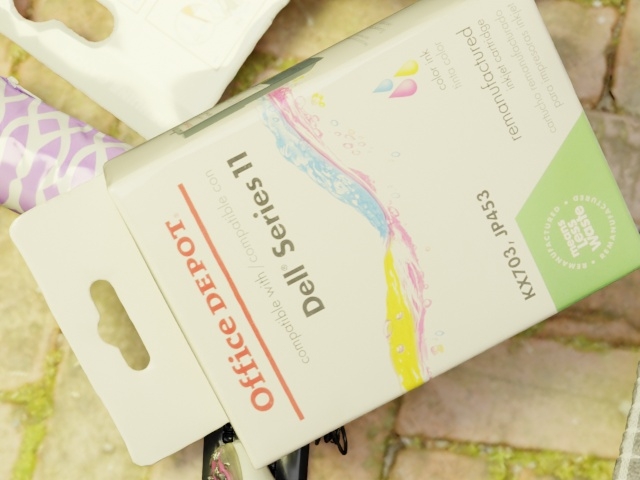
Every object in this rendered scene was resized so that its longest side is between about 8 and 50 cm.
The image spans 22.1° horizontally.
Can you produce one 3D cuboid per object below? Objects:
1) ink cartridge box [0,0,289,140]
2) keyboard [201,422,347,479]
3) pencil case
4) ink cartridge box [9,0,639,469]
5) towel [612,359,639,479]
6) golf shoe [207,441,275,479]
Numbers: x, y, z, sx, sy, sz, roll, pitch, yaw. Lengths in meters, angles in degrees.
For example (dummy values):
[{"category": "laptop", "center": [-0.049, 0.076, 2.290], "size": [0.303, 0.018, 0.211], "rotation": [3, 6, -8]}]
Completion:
[{"category": "ink cartridge box", "center": [-0.103, -0.298, 1.185], "size": [0.308, 0.091, 0.385], "rotation": [36, 95, 7]}, {"category": "keyboard", "center": [-0.029, 0.083, 1.128], "size": [0.100, 0.038, 0.192], "rotation": [2, 81, 3]}, {"category": "pencil case", "center": [-0.163, -0.044, 1.132], "size": [0.206, 0.086, 0.088], "rotation": [26, 72, 4]}, {"category": "ink cartridge box", "center": [0.000, 0.000, 1.036], "size": [0.353, 0.119, 0.207], "rotation": [-28, 103, -3]}, {"category": "towel", "center": [0.292, 0.159, 0.981], "size": [0.235, 0.121, 0.284], "rotation": [0, 60, 30]}, {"category": "golf shoe", "center": [-0.014, 0.215, 1.095], "size": [0.086, 0.067, 0.186], "rotation": [-24, 89, -20]}]
